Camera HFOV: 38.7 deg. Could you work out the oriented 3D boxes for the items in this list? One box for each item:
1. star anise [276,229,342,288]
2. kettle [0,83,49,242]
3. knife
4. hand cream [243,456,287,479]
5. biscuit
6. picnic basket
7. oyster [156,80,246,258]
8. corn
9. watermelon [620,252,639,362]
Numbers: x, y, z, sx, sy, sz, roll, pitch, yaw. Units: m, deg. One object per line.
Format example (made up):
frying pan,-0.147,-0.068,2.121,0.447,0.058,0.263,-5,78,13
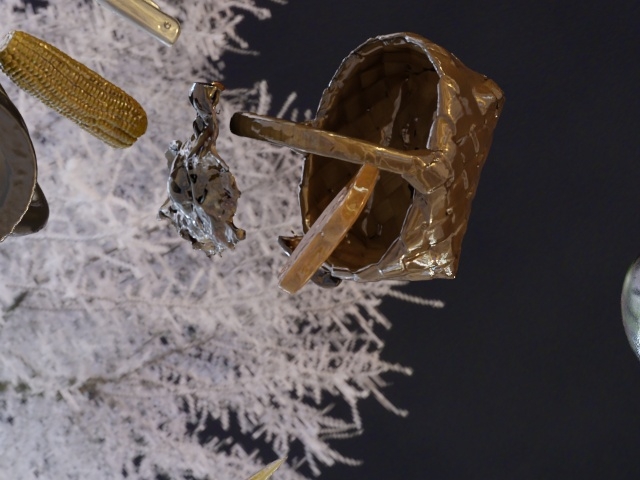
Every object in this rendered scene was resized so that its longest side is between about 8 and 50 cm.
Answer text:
star anise,0.040,0.042,1.649,0.272,0.272,0.102,15,-81,29
kettle,-0.451,-0.128,1.067,0.228,0.321,0.324,-47,-134,6
knife,-0.387,-0.473,1.770,0.265,0.073,0.040,33,-16,-20
hand cream,-0.075,0.250,0.917,0.022,0.102,0.035,50,-19,9
biscuit,0.001,0.001,0.765,0.023,0.118,0.140,36,-33,-5
picnic basket,0.039,-0.115,1.189,0.293,0.337,0.337,22,-53,53
oyster,-0.173,-0.089,1.274,0.361,0.096,0.221,160,-68,-75
corn,-0.330,-0.201,1.219,0.080,0.080,0.231,-13,-34,39
watermelon,0.571,0.096,1.333,0.269,0.269,0.269,16,-59,29
